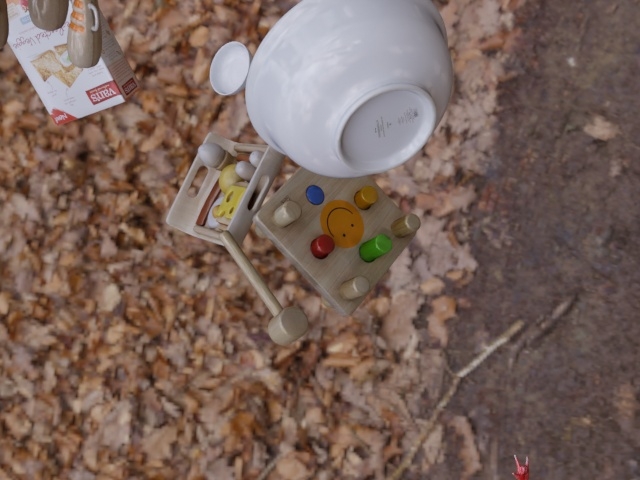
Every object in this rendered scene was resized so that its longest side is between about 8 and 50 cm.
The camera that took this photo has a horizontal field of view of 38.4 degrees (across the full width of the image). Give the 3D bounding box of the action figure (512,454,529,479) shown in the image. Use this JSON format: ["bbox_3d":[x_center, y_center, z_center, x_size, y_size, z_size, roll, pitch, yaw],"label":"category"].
[{"bbox_3d":[0.360,0.361,1.227,0.091,0.281,0.139,165,107,-73],"label":"action figure"}]

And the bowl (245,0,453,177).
[{"bbox_3d":[0.061,-0.182,1.214,0.298,0.298,0.134,-55,44,30],"label":"bowl"}]

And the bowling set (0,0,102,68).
[{"bbox_3d":[-0.379,-0.314,1.061,0.287,0.200,0.154,44,136,37],"label":"bowling set"}]

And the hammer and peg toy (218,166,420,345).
[{"bbox_3d":[0.000,0.000,1.675,0.361,0.266,0.127,-47,10,-33],"label":"hammer and peg toy"}]

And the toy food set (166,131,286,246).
[{"bbox_3d":[-0.194,-0.110,1.808,0.306,0.092,0.219,14,77,60],"label":"toy food set"}]

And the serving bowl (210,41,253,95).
[{"bbox_3d":[-0.130,-0.259,1.399,0.083,0.027,0.083,-9,76,39],"label":"serving bowl"}]

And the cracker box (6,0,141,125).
[{"bbox_3d":[-0.419,-0.319,1.506,0.156,0.232,0.067,-14,26,28],"label":"cracker box"}]
